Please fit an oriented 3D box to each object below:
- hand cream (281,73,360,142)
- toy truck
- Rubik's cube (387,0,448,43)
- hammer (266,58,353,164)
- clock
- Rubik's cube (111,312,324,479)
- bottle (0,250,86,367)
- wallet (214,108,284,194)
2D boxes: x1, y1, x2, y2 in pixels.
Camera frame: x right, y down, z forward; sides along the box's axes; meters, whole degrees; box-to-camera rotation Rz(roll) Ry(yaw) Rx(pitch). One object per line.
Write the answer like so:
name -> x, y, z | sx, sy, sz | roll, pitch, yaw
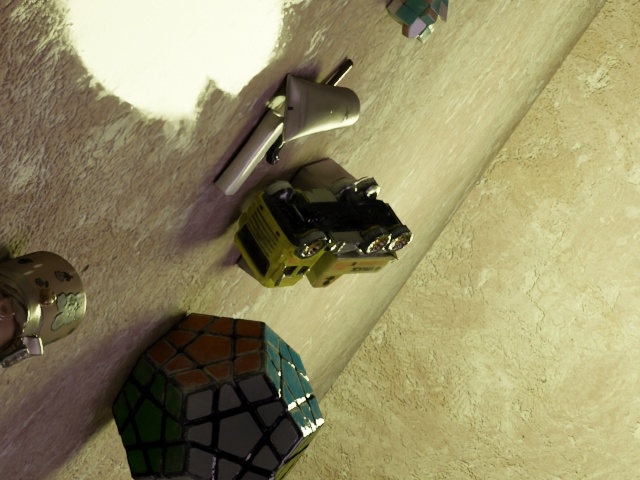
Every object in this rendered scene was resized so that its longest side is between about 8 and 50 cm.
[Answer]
hand cream -> -0.003, -0.173, 1.714 | 0.186, 0.054, 0.087 | -12, 110, -62
toy truck -> 0.000, 0.000, 1.934 | 0.272, 0.124, 0.157 | -4, 141, -45
Rubik's cube -> 0.141, -0.317, 1.827 | 0.075, 0.073, 0.084 | -55, 167, 18
hammer -> -0.014, -0.181, 1.785 | 0.182, 0.017, 0.062 | -50, 170, -16
clock -> -0.035, -0.028, 2.074 | 0.197, 0.063, 0.150 | -55, 169, 19
Rubik's cube -> -0.155, 0.266, 1.998 | 0.264, 0.319, 0.319 | -26, 175, 14
bottle -> -0.294, 0.069, 1.222 | 0.099, 0.099, 0.152 | -56, 167, 23
wallet -> -0.087, -0.112, 1.682 | 0.122, 0.025, 0.061 | -53, 176, 5
